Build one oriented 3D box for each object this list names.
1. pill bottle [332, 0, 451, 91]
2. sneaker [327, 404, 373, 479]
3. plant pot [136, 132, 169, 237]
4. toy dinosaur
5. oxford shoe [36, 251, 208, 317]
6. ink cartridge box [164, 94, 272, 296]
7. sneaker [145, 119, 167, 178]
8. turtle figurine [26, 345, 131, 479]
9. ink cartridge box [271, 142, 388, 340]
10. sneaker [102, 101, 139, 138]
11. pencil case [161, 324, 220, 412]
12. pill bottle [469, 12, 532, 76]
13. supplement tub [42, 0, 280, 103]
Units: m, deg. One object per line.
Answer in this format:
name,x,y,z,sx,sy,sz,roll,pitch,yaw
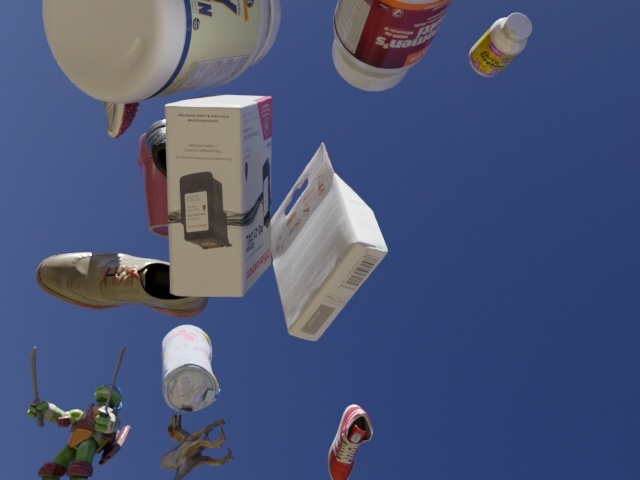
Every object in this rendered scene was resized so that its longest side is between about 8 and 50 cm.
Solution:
pill bottle,0.080,-0.267,1.039,0.121,0.121,0.221,54,-18,11
sneaker,0.044,0.304,1.337,0.067,0.042,0.118,170,-66,-77
plant pot,-0.262,-0.101,1.772,0.201,0.201,0.180,-7,-106,41
toy dinosaur,-0.161,0.274,1.156,0.183,0.092,0.053,-117,-170,-74
oxford shoe,-0.392,0.071,1.824,0.130,0.348,0.123,125,-31,-67
ink cartridge box,-0.126,-0.062,1.167,0.100,0.172,0.237,3,-76,9
sneaker,-0.184,-0.111,1.513,0.087,0.227,0.130,-53,-154,19
turtle figurine,-0.470,0.347,1.665,0.197,0.266,0.275,11,-35,5
ink cartridge box,0.000,0.000,1.273,0.181,0.056,0.225,-54,-149,29
sneaker,-0.444,-0.328,1.957,0.092,0.088,0.225,13,-61,8
pencil case,-0.295,0.283,2.038,0.273,0.124,0.114,-128,-138,-72
pill bottle,0.200,-0.217,1.005,0.043,0.043,0.083,59,-23,7
supplement tub,-0.224,-0.339,1.360,0.235,0.325,0.235,8,-71,26
